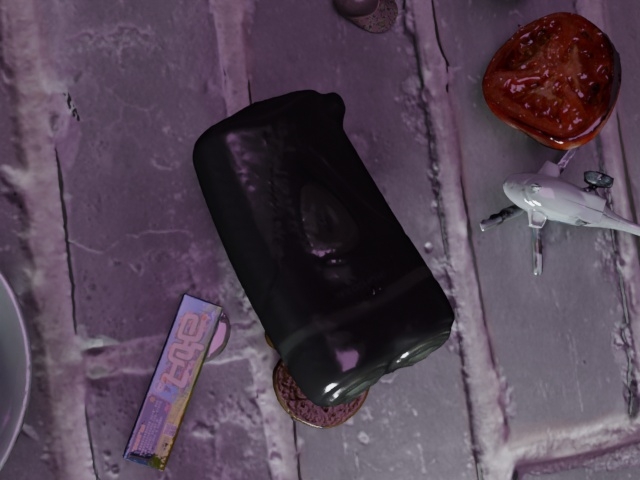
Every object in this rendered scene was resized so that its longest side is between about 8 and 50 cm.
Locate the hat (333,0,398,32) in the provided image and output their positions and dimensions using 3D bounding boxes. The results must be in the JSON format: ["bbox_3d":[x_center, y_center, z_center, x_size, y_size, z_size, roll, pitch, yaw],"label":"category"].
[{"bbox_3d":[0.060,-0.299,0.996,0.087,0.042,0.058,17,82,-11],"label":"hat"}]

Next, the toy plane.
[{"bbox_3d":[0.348,-0.023,1.009,0.273,0.107,0.182,34,84,-12],"label":"toy plane"}]

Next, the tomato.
[{"bbox_3d":[0.302,-0.195,1.014,0.166,0.082,0.174,35,79,25],"label":"tomato"}]

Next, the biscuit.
[{"bbox_3d":[-0.004,0.136,0.952,0.124,0.026,0.175,-15,88,-15],"label":"biscuit"}]

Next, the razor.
[{"bbox_3d":[0.000,0.001,0.904,0.204,0.113,0.349,-22,76,-20],"label":"razor"}]

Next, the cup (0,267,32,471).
[{"bbox_3d":[-0.456,0.128,0.780,0.347,0.163,0.347,1,84,-13],"label":"cup"}]

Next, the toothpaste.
[{"bbox_3d":[-0.157,0.162,0.906,0.070,0.044,0.194,21,81,-10],"label":"toothpaste"}]
